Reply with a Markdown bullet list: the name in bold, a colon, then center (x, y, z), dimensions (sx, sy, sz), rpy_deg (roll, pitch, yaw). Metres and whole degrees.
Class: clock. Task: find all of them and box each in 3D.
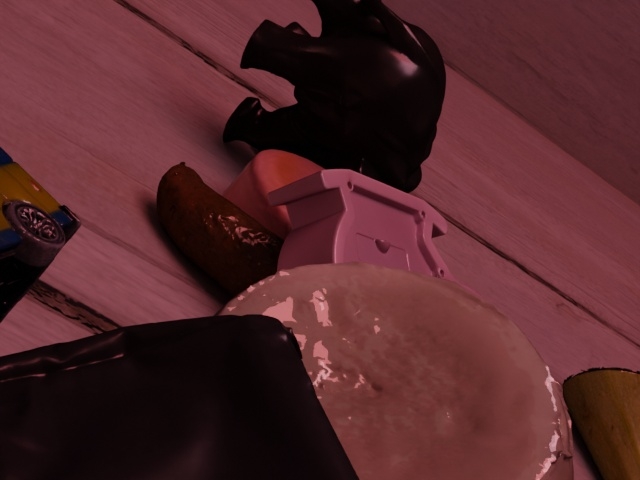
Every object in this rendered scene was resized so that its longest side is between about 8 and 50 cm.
- **clock**: center (0.074, 0.083, 1.509), dimensions (0.290, 0.080, 0.275), rpy_deg (14, 64, -51)

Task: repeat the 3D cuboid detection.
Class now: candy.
- **candy**: center (0.000, 0.000, 1.720), dimensions (0.255, 0.094, 0.255), rpy_deg (36, 19, -15)

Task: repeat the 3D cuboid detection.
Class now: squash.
- **squash**: center (0.408, 0.267, 1.891), dimensions (0.137, 0.137, 0.287), rpy_deg (33, 22, -24)

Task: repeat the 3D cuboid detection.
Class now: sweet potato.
- **sweet potato**: center (-0.046, 0.044, 1.535), dimensions (0.341, 0.092, 0.114), rpy_deg (43, 2, 3)

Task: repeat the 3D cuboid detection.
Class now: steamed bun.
- **steamed bun**: center (0.030, 0.178, 1.124), dimensions (0.324, 0.206, 0.324), rpy_deg (4, 43, -3)

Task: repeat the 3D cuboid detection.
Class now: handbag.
- **handbag**: center (-0.099, 0.199, 0.884), dimensions (0.275, 0.178, 0.302), rpy_deg (-7, 40, -23)

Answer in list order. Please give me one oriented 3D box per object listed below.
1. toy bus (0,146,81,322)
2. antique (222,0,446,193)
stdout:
- **toy bus**: center (-0.312, 0.004, 1.022), dimensions (0.175, 0.138, 0.288), rpy_deg (44, 18, 5)
- **antique**: center (0.032, -0.175, 1.847), dimensions (0.255, 0.322, 0.185), rpy_deg (30, 50, 6)
